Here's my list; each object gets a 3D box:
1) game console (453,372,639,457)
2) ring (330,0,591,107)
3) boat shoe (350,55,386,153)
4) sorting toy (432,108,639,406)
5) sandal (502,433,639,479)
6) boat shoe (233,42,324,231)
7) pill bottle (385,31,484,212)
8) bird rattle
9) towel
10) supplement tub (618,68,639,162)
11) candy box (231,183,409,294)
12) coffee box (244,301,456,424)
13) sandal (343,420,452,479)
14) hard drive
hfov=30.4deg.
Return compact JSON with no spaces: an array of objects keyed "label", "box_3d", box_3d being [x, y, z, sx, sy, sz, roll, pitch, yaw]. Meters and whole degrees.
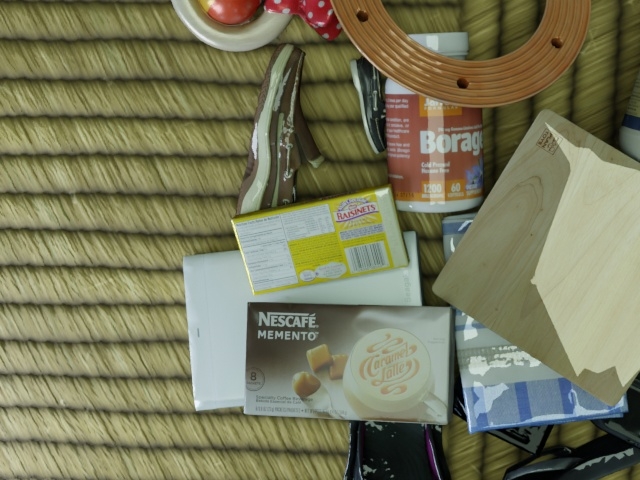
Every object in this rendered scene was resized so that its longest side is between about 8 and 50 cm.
[{"label":"game console","box_3d":[0.363,0.202,1.496,0.361,0.044,0.213,26,86,10]},{"label":"ring","box_3d":[0.165,-0.309,1.407,0.336,0.032,0.337,4,71,-12]},{"label":"boat shoe","box_3d":[0.070,-0.174,1.500,0.038,0.046,0.125,-13,90,10]},{"label":"sorting toy","box_3d":[0.311,0.017,1.406,0.255,0.089,0.257,33,101,11]},{"label":"sandal","box_3d":[0.308,0.297,1.544,0.254,0.097,0.055,-25,99,-4]},{"label":"boat shoe","box_3d":[-0.039,-0.119,1.494,0.095,0.095,0.258,13,112,1]},{"label":"pill bottle","box_3d":[0.141,-0.148,1.459,0.121,0.121,0.216,-2,100,4]},{"label":"bird rattle","box_3d":[-0.084,-0.330,1.467,0.253,0.143,0.207,42,111,-17]},{"label":"towel","box_3d":[0.269,0.091,1.484,0.209,0.034,0.285,-7,82,7]},{"label":"supplement tub","box_3d":[0.501,-0.220,1.373,0.228,0.228,0.316,17,100,0]},{"label":"candy box","box_3d":[0.000,0.000,1.464,0.205,0.027,0.105,-11,104,13]},{"label":"coffee box","box_3d":[0.038,0.147,1.433,0.246,0.098,0.141,2,86,10]},{"label":"sandal","box_3d":[0.102,0.307,1.545,0.167,0.107,0.446,-7,98,4]},{"label":"hard drive","box_3d":[-0.018,0.105,1.518,0.307,0.040,0.203,-6,85,10]}]
